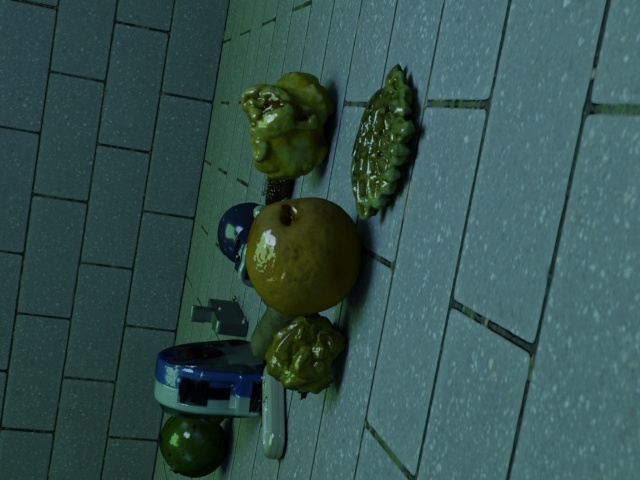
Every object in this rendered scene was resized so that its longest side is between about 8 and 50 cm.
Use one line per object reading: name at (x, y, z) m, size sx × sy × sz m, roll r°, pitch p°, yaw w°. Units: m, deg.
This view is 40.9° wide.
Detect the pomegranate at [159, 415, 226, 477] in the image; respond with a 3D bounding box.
pomegranate at (-0.328, 0.527, 2.337) m, size 0.248 × 0.202 × 0.202 m, roll -52°, pitch 15°, yaw -5°

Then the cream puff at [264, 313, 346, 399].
cream puff at (-0.028, 0.186, 1.513) m, size 0.156 × 0.121 × 0.156 m, roll -166°, pitch 90°, yaw -78°

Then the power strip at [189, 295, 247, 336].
power strip at (-0.287, 0.204, 2.376) m, size 0.215 × 0.145 × 0.061 m, roll -139°, pitch 58°, yaw -71°

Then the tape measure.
tape measure at (-0.272, 0.339, 2.087) m, size 0.259 × 0.262 × 0.138 m, roll -159°, pitch 68°, yaw -75°

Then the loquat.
loquat at (-0.030, 0.024, 1.463) m, size 0.208 × 0.208 × 0.208 m, roll -172°, pitch 90°, yaw -74°

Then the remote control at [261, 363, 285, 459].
remote control at (-0.102, 0.359, 1.833) m, size 0.078 × 0.042 × 0.221 m, roll 115°, pitch 157°, yaw -49°

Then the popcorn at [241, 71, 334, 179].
popcorn at (-0.079, -0.245, 1.772) m, size 0.226 × 0.203 × 0.200 m, roll -60°, pitch 31°, yaw 11°

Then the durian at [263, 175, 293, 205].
durian at (-0.098, -0.148, 2.025) m, size 0.110 × 0.071 × 0.140 m, roll -100°, pitch 10°, yaw -60°

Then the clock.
clock at (-0.160, 0.003, 2.050) m, size 0.243 × 0.146 × 0.200 m, roll -127°, pitch 42°, yaw -58°

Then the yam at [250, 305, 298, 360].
yam at (-0.069, 0.131, 1.768) m, size 0.372 × 0.083 × 0.083 m, roll 118°, pitch 155°, yaw -49°

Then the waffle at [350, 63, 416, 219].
waffle at (0.093, -0.152, 1.381) m, size 0.223 × 0.054 × 0.204 m, roll 115°, pitch 157°, yaw -44°
